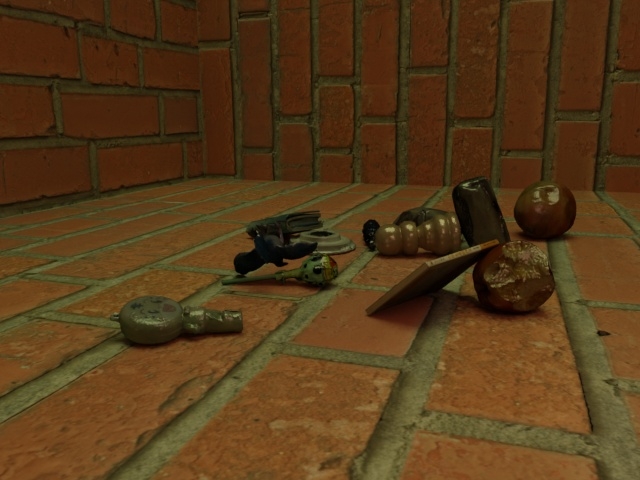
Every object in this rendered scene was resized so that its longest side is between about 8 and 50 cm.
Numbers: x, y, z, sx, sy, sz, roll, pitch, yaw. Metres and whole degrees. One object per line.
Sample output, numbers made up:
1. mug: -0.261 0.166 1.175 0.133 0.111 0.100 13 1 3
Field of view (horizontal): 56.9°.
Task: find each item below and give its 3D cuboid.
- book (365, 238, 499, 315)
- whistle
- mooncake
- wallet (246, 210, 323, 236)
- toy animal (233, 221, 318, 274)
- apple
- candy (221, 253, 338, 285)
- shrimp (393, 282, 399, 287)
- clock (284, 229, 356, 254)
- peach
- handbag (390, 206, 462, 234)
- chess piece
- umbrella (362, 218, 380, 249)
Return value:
1. book: 0.256 0.081 1.326 0.295 0.020 0.208 -12 -25 -45
2. whistle: -0.283 0.160 1.174 0.257 0.067 0.126 2 24 -11
3. mooncake: 0.495 -0.072 1.835 0.136 0.250 0.254 -17 3 16
4. wallet: -0.125 -0.054 2.072 0.176 0.075 0.250 -10 2 -39
5. toy animal: -0.135 0.034 1.553 0.239 0.255 0.176 -13 51 12
6. apple: 0.422 0.083 1.317 0.158 0.156 0.147 -14 3 2
7. candy: -0.106 0.090 1.516 0.305 0.083 0.091 -8 7 2
8. shrimp: 0.252 0.103 1.463 0.161 0.034 0.091 -11 -8 -39
9. clock: 0.000 0.000 1.954 0.236 0.053 0.236 -1 12 0
10. peach: 0.789 -0.100 2.111 0.214 0.214 0.235 10 33 41
11. handbag: 0.383 -0.057 2.081 0.182 0.117 0.270 -19 21 -34
12. chess piece: 0.298 -0.008 1.841 0.260 0.143 0.143 -7 12 2
13. umbrella: 0.180 -0.015 2.016 0.070 0.071 0.248 0 16 0
